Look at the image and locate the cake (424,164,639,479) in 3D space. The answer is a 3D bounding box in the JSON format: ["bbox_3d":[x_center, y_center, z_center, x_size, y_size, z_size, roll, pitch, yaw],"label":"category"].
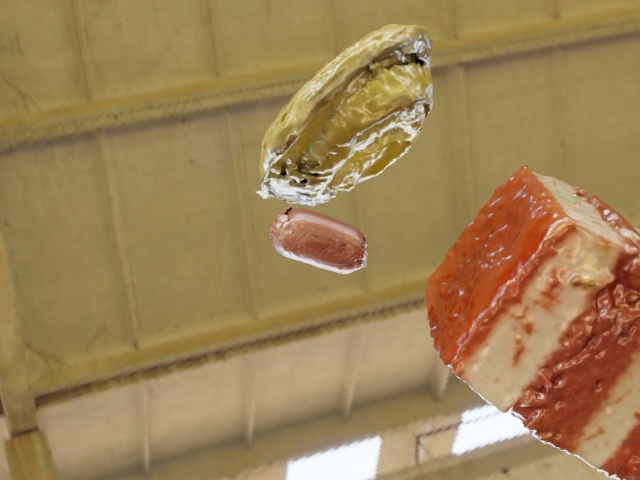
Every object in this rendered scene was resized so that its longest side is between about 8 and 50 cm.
[{"bbox_3d":[0.322,0.096,1.400,0.320,0.269,0.270,29,-76,-12],"label":"cake"}]

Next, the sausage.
[{"bbox_3d":[0.000,0.000,1.523,0.141,0.076,0.076,20,-67,-2],"label":"sausage"}]

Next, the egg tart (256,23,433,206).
[{"bbox_3d":[0.042,-0.132,1.314,0.279,0.095,0.279,-39,-17,-14],"label":"egg tart"}]
